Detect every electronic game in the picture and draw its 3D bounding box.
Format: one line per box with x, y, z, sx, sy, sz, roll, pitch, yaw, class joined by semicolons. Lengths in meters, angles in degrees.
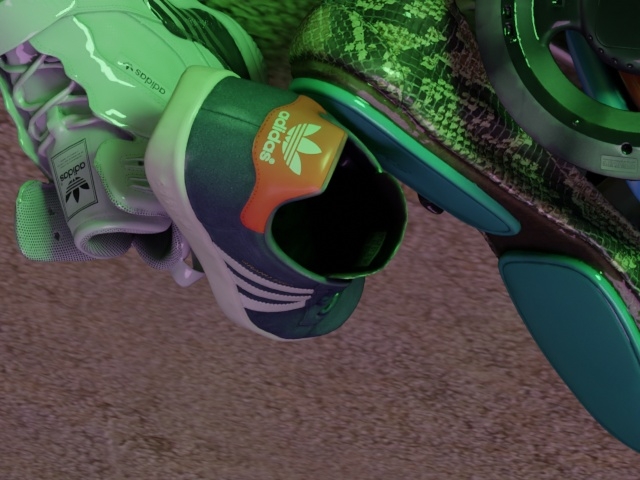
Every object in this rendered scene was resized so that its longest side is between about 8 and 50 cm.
0.214;-0.153;1.205;0.229;0.229;0.048;-5;177;16;electronic game

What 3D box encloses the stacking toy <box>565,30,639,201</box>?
0.332;-0.149;1.262;0.302;0.165;0.175;-35;142;26;stacking toy

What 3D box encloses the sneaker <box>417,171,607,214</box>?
0.159;-0.046;1.489;0.178;0.077;0.072;-1;148;9;sneaker

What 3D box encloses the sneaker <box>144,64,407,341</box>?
0.000;0.000;1.322;0.148;0.131;0.350;16;166;22;sneaker

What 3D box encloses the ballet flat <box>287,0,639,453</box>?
0.177;-0.038;1.386;0.483;0.182;0.164;45;163;-27;ballet flat

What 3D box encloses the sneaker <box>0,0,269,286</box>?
-0.189;-0.117;1.305;0.137;0.210;0.366;-23;138;39;sneaker
